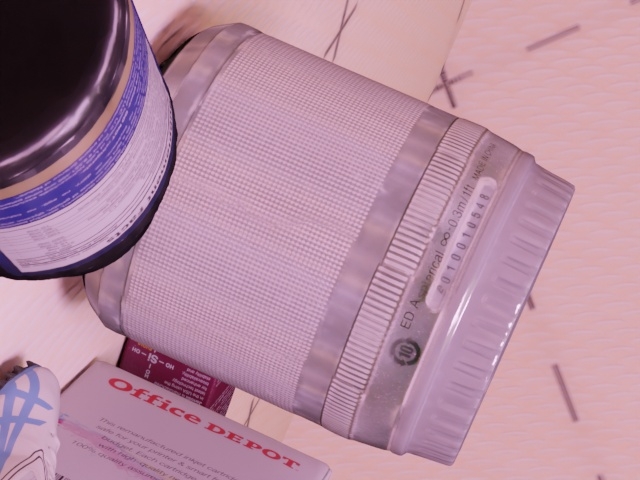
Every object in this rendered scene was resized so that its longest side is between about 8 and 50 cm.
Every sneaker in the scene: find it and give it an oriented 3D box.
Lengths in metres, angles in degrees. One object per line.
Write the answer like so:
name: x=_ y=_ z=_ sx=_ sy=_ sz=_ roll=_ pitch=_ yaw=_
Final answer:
sneaker: x=-0.179 y=0.155 z=0.977 sx=0.237 sy=0.086 sz=0.085 roll=-84 pitch=-163 yaw=-61

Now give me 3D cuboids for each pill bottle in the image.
pill bottle: x=-0.123 y=-0.052 z=0.679 sx=0.219 sy=0.123 sz=0.123 roll=82 pitch=32 yaw=-77

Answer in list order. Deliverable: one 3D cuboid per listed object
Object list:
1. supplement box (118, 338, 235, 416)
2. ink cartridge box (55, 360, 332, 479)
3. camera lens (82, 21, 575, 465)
supplement box: x=-0.108 y=0.091 z=1.369 sx=0.104 sy=0.081 sz=0.188 roll=-50 pitch=162 yaw=-66
ink cartridge box: x=-0.143 y=0.246 z=1.158 sx=0.270 sy=0.198 sz=0.197 roll=-47 pitch=159 yaw=-66
camera lens: x=0.000 y=0.000 z=1.099 sx=0.219 sy=0.274 sz=0.219 roll=24 pitch=90 yaw=-82
